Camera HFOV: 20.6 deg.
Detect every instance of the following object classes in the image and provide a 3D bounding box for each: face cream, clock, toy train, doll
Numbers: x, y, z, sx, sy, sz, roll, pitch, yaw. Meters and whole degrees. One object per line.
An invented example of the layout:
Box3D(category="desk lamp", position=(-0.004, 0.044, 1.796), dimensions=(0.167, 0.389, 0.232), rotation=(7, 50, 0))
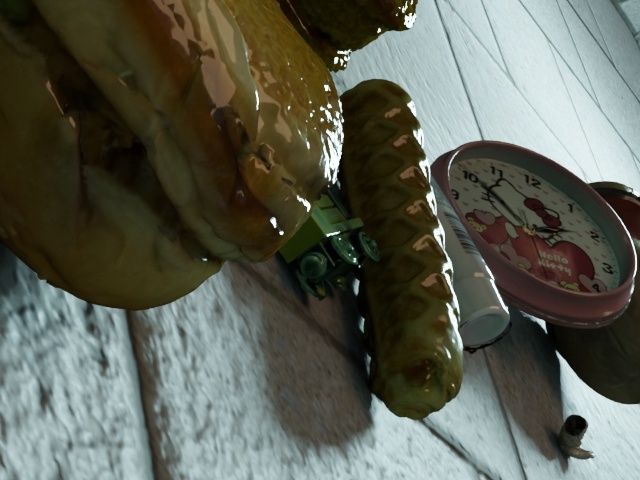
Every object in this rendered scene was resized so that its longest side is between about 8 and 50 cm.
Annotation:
Box3D(category="face cream", position=(0.104, -0.011, 1.620), dimensions=(0.092, 0.058, 0.244), rotation=(31, 29, -49))
Box3D(category="clock", position=(0.210, -0.006, 1.773), dimensions=(0.244, 0.056, 0.244), rotation=(20, 37, -16))
Box3D(category="toy train", position=(0.000, 0.000, 1.310), dimensions=(0.081, 0.050, 0.122), rotation=(53, 16, 5))
Box3D(category="doll", position=(0.329, 0.046, 1.963), dimensions=(0.235, 0.174, 0.330), rotation=(49, 22, -29))

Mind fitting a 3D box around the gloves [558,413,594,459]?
Box3D(category="gloves", position=(0.254, 0.193, 1.755), dimensions=(0.044, 0.037, 0.081), rotation=(-58, 144, -30))

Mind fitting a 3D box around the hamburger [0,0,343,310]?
Box3D(category="hamburger", position=(-0.118, -0.118, 0.927), dimensions=(0.304, 0.174, 0.284), rotation=(58, 15, -12))

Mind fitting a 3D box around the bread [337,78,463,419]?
Box3D(category="bread", position=(0.059, -0.005, 1.418), dimensions=(0.367, 0.077, 0.084), rotation=(-97, -174, -48))

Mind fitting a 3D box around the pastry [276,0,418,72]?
Box3D(category="pastry", position=(0.009, -0.256, 1.626), dimensions=(0.189, 0.103, 0.189), rotation=(52, 20, -28))
